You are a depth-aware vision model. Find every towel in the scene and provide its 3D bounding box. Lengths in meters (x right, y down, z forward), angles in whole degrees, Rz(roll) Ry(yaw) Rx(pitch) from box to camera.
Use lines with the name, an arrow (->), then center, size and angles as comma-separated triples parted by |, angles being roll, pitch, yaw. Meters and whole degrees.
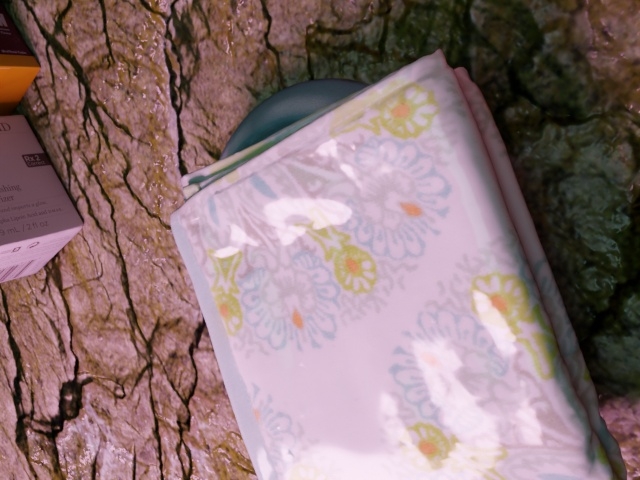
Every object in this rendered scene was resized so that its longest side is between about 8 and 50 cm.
towel -> 0.039, 0.070, 0.560 | 0.320, 0.090, 0.375 | -21, 90, 35

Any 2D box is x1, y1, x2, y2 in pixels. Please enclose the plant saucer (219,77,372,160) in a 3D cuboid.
plant saucer -> 0.000, 0.000, 0.646 | 0.317, 0.043, 0.318 | 8, 106, 31

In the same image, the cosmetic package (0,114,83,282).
cosmetic package -> -0.451, -0.047, 0.853 | 0.151, 0.151, 0.184 | -34, 84, 33

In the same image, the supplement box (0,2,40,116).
supplement box -> -0.514, -0.247, 0.857 | 0.191, 0.129, 0.194 | -38, 81, 33
